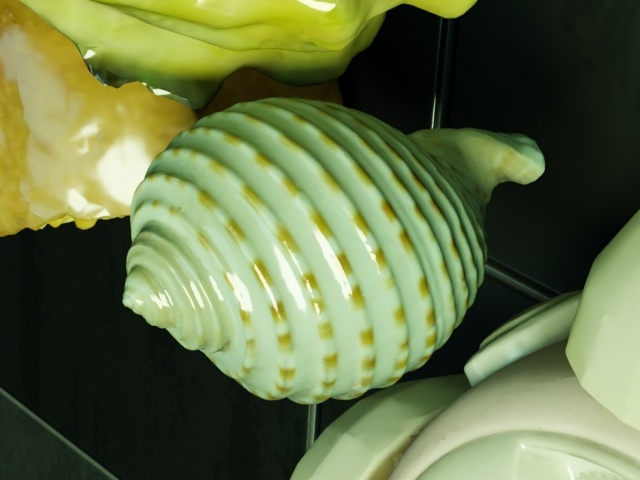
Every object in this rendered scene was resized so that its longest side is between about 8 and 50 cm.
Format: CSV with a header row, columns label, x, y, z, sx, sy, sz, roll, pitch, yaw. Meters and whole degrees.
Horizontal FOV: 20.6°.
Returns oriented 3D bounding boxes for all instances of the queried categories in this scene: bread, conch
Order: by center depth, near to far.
label,x,y,z,sx,sy,sz,roll,pitch,yaw
conch,-0.002,0.007,0.618,0.135,0.153,0.102,-6,79,58
bread,-0.144,-0.096,0.803,0.340,0.194,0.179,-3,99,49

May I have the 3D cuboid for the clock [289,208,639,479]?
label,x,y,z,sx,sy,sz,roll,pitch,yaw
clock,0.136,0.164,0.596,0.342,0.184,0.326,-39,71,45

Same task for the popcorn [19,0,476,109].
label,x,y,z,sx,sy,sz,roll,pitch,yaw
popcorn,-0.046,-0.180,0.594,0.286,0.252,0.215,23,124,-7
